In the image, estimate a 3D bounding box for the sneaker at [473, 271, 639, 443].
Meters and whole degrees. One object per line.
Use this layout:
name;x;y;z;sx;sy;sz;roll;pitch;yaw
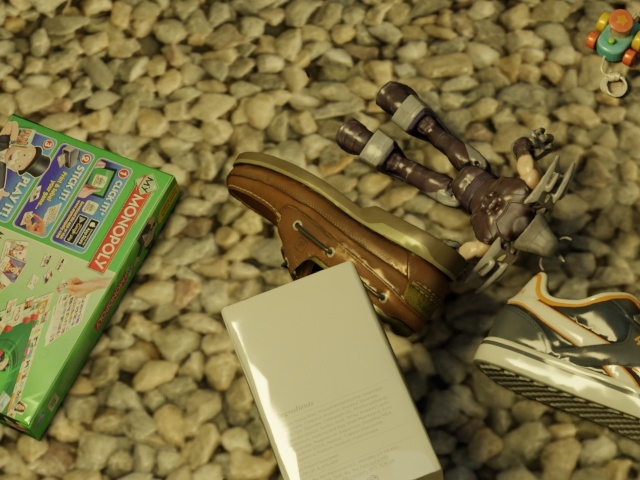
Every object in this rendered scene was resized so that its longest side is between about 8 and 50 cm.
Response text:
sneaker;0.316;0.129;1.544;0.321;0.126;0.127;24;74;19

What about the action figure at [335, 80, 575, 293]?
action figure;0.154;-0.061;1.663;0.185;0.099;0.285;-49;58;-2

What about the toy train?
toy train;0.380;-0.225;1.762;0.166;0.046;0.125;-16;62;-2

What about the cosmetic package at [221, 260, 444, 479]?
cosmetic package;0.019;0.177;1.498;0.138;0.224;0.224;-22;63;-4

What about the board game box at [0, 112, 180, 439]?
board game box;-0.318;0.032;1.714;0.214;0.046;0.317;22;67;16

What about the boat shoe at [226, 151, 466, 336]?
boat shoe;0.000;0.000;1.635;0.307;0.111;0.104;26;83;40
